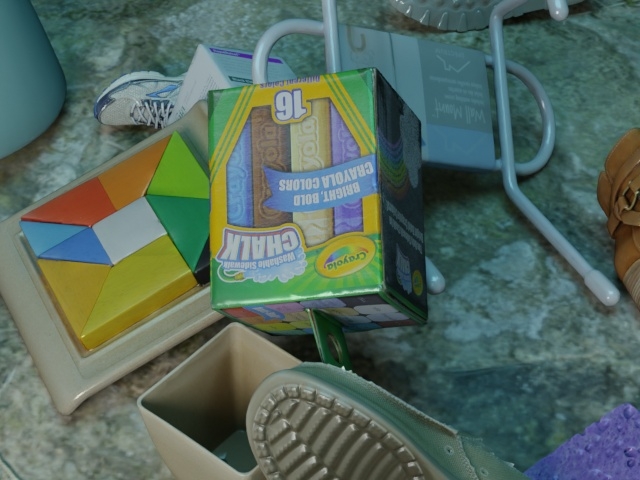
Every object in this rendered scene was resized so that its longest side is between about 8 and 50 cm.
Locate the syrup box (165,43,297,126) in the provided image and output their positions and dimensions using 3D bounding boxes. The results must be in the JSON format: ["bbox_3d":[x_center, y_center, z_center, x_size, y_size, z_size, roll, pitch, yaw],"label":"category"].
[{"bbox_3d":[-0.042,-0.068,1.395,0.096,0.093,0.237,5,35,-34],"label":"syrup box"}]

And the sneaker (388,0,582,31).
[{"bbox_3d":[0.173,-0.280,1.669,0.235,0.090,0.095,-5,30,-11],"label":"sneaker"}]

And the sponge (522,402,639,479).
[{"bbox_3d":[0.259,0.212,1.158,0.117,0.031,0.210,-30,50,-28],"label":"sponge"}]

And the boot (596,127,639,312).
[{"bbox_3d":[0.290,-0.040,1.311,0.073,0.197,0.152,6,47,-24],"label":"boot"}]

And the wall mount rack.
[{"bbox_3d":[0.118,-0.086,1.348,0.350,0.130,0.304,5,74,-37],"label":"wall mount rack"}]

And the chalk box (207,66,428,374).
[{"bbox_3d":[0.000,0.000,1.168,0.132,0.132,0.213,-5,75,17],"label":"chalk box"}]

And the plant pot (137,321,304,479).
[{"bbox_3d":[-0.058,0.146,1.180,0.109,0.096,0.109,30,51,28],"label":"plant pot"}]

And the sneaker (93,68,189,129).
[{"bbox_3d":[-0.147,-0.129,1.516,0.135,0.052,0.058,-13,48,-13],"label":"sneaker"}]

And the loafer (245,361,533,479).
[{"bbox_3d":[0.064,0.169,1.114,0.268,0.102,0.092,36,22,-12],"label":"loafer"}]

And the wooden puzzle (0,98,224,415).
[{"bbox_3d":[-0.154,0.003,1.312,0.238,0.044,0.221,-34,49,-2],"label":"wooden puzzle"}]

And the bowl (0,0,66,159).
[{"bbox_3d":[-0.397,-0.202,1.485,0.311,0.163,0.311,2,35,-1],"label":"bowl"}]
